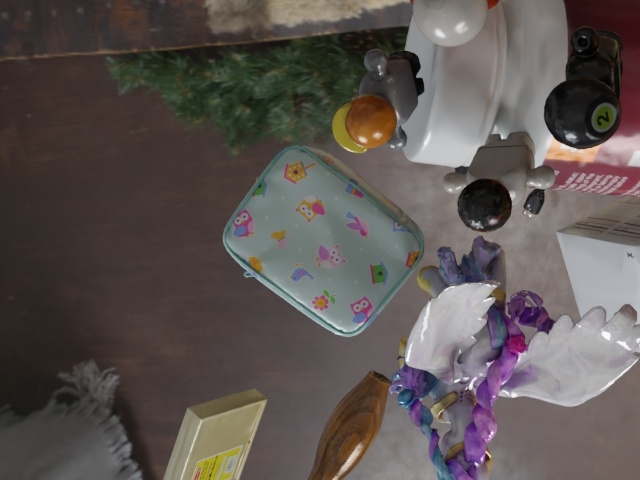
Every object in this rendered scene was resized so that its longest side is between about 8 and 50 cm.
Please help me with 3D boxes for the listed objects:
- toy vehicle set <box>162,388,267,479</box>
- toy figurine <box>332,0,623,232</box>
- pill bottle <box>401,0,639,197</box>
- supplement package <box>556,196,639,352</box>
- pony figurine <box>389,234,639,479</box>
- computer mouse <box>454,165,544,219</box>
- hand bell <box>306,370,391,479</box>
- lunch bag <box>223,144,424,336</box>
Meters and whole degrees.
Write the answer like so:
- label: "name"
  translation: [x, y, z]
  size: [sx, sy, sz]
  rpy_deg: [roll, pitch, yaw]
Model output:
- label: "toy vehicle set"
  translation: [-0.196, 0.391, 1.552]
  size: [0.035, 0.166, 0.267]
  rpy_deg: [31, 111, 32]
- label: "toy figurine"
  translation: [0.140, -0.126, 0.787]
  size: [0.213, 0.148, 0.209]
  rpy_deg: [38, 130, -4]
- label: "pill bottle"
  translation: [0.295, -0.161, 0.964]
  size: [0.392, 0.224, 0.224]
  rpy_deg: [4, 103, -7]
- label: "supplement package"
  translation: [0.563, 0.031, 1.447]
  size: [0.263, 0.198, 0.199]
  rpy_deg: [-25, 106, -17]
- label: "pony figurine"
  translation: [0.223, 0.156, 1.248]
  size: [0.303, 0.363, 0.351]
  rpy_deg: [16, 121, -13]
- label: "computer mouse"
  translation: [0.280, -0.105, 1.316]
  size: [0.060, 0.262, 0.184]
  rpy_deg: [-13, 68, -15]
- label: "hand bell"
  translation: [-0.010, 0.210, 0.718]
  size: [0.126, 0.126, 0.242]
  rpy_deg: [29, 98, 13]
- label: "lunch bag"
  translation: [0.000, 0.000, 1.376]
  size: [0.279, 0.108, 0.224]
  rpy_deg: [37, 103, 2]
